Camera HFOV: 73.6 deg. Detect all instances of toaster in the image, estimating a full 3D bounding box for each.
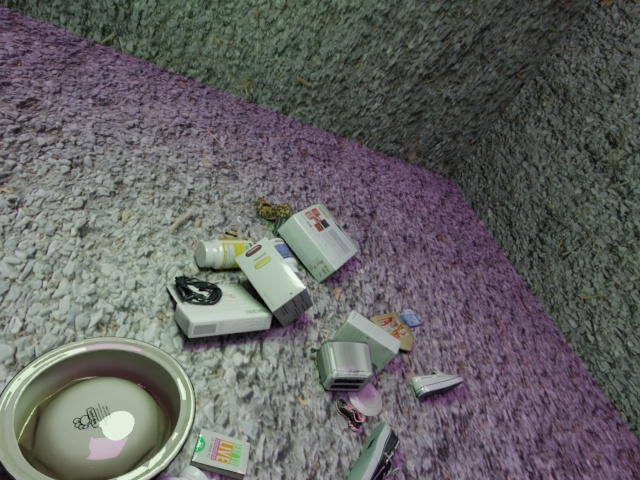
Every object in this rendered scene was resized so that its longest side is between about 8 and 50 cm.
[{"bbox_3d":[0.081,0.444,1.523,0.227,0.129,0.146,9,41,-19],"label":"toaster"}]

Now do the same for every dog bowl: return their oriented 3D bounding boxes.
[{"bbox_3d":[-0.512,0.427,1.001,0.409,0.150,0.407,17,32,-11],"label":"dog bowl"}]

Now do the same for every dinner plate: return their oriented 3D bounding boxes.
[{"bbox_3d":[0.163,0.562,1.542,0.141,0.017,0.141,23,34,-17],"label":"dinner plate"}]

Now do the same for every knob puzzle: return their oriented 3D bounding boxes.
[{"bbox_3d":[0.324,0.406,1.867,0.213,0.030,0.213,22,33,-16],"label":"knob puzzle"}]

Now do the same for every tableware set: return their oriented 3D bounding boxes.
[{"bbox_3d":[-0.343,-0.014,1.832,0.169,0.020,0.141,17,8,-15],"label":"tableware set"}]

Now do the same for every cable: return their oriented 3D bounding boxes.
[{"bbox_3d":[-0.426,0.162,1.488,0.151,0.047,0.185,3,17,-37],"label":"cable"}]

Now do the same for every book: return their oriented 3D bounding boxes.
[{"bbox_3d":[-0.268,0.575,1.156,0.144,0.035,0.096,22,30,-12],"label":"book"}]

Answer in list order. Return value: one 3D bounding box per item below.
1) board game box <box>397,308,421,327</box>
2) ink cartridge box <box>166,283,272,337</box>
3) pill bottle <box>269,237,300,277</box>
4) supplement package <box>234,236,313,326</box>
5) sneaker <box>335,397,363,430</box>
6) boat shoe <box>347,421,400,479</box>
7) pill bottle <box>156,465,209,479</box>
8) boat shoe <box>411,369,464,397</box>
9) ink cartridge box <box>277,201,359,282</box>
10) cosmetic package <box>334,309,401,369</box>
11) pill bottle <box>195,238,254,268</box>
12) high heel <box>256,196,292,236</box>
[{"bbox_3d":[0.417,0.365,2.008,0.090,0.020,0.090,-1,45,-42],"label":"board game box"},{"bbox_3d":[-0.359,0.236,1.496,0.297,0.066,0.261,2,18,-38],"label":"ink cartridge box"},{"bbox_3d":[-0.165,0.091,1.804,0.112,0.112,0.186,-2,45,-41],"label":"pill bottle"},{"bbox_3d":[-0.170,0.156,1.594,0.145,0.204,0.262,-37,65,-10],"label":"supplement package"},{"bbox_3d":[0.101,0.575,1.436,0.047,0.057,0.119,-15,54,-47],"label":"sneaker"},{"bbox_3d":[0.175,0.684,1.307,0.105,0.113,0.306,46,19,10],"label":"boat shoe"},{"bbox_3d":[-0.353,0.620,0.917,0.146,0.146,0.264,38,32,10],"label":"pill bottle"},{"bbox_3d":[0.475,0.564,1.725,0.258,0.095,0.084,5,46,-37],"label":"boat shoe"},{"bbox_3d":[0.000,0.000,1.987,0.309,0.130,0.272,52,35,4],"label":"ink cartridge box"},{"bbox_3d":[0.186,0.393,1.693,0.231,0.117,0.085,33,33,4],"label":"cosmetic package"},{"bbox_3d":[-0.371,0.052,1.679,0.209,0.119,0.119,0,44,-40],"label":"pill bottle"},{"bbox_3d":[-0.217,-0.170,2.036,0.093,0.186,0.261,-1,45,-39],"label":"high heel"}]
